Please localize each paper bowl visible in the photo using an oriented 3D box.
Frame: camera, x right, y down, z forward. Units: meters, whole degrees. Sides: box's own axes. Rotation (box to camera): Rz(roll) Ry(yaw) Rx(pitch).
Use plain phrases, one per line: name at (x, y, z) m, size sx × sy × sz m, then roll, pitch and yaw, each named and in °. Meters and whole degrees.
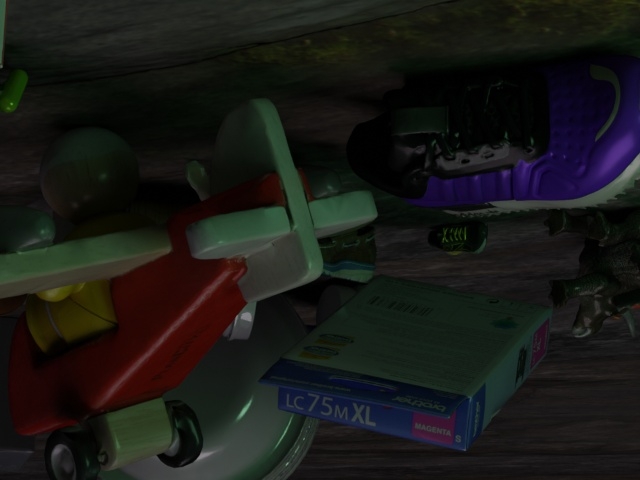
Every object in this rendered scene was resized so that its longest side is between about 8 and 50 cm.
paper bowl at (-0.144, 0.155, 2.002) m, size 0.284 × 0.284 × 0.148 m, roll 0°, pitch 164°, yaw 8°

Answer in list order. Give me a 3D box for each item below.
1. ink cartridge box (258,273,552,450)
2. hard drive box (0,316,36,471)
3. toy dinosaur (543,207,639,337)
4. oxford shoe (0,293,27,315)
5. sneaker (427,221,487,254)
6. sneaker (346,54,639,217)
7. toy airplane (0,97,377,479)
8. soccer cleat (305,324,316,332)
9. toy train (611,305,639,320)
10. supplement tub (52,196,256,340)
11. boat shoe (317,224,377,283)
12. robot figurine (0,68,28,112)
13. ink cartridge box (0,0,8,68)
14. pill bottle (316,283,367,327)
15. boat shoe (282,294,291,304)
ink cartridge box at (0.084, 0.115, 1.696) m, size 0.186 × 0.065 × 0.311 m, roll 10°, pitch -163°, yaw 20°
hard drive box at (-0.439, 0.214, 2.496) m, size 0.089 × 0.181 × 0.232 m, roll 5°, pitch 166°, yaw -13°
toy dinosaur at (0.320, 0.011, 1.760) m, size 0.160 × 0.121 × 0.313 m, roll -3°, pitch 166°, yaw -34°
oxford shoe at (-0.358, 0.037, 2.007) m, size 0.076 × 0.076 × 0.212 m, roll -11°, pitch 164°, yaw 9°
sneaker at (0.138, -0.001, 1.843) m, size 0.035 × 0.031 × 0.083 m, roll 10°, pitch 164°, yaw -27°
sneaker at (0.125, -0.079, 1.392) m, size 0.146 × 0.102 × 0.293 m, roll 13°, pitch 163°, yaw -33°
toy airplane at (-0.143, 0.003, 1.520) m, size 0.384 × 0.272 × 0.386 m, roll -31°, pitch 159°, yaw -3°
soccer cleat at (0.050, 0.131, 2.238) m, size 0.109 × 0.116 × 0.318 m, roll 34°, pitch -175°, yaw 34°
toy train at (0.375, 0.064, 2.033) m, size 0.125 × 0.046 × 0.166 m, roll 5°, pitch 166°, yaw -11°
supplement tub at (-0.166, 0.030, 1.787) m, size 0.200 × 0.144 × 0.144 m, roll 4°, pitch 166°, yaw -8°
boat shoe at (0.000, 0.000, 1.793) m, size 0.066 × 0.066 × 0.183 m, roll 13°, pitch -179°, yaw 25°
robot figurine at (-0.277, -0.116, 1.386) m, size 0.101 × 0.067 × 0.115 m, roll 15°, pitch 165°, yaw -1°
ink cartridge box at (-0.325, -0.144, 1.281) m, size 0.198 × 0.067 × 0.115 m, roll -11°, pitch 161°, yaw 42°
pill bottle at (0.069, 0.093, 2.133) m, size 0.137 × 0.078 × 0.078 m, roll 9°, pitch 164°, yaw -27°
boat shoe at (-0.081, 0.116, 2.240) m, size 0.076 × 0.083 × 0.226 m, roll 6°, pitch 165°, yaw -8°
